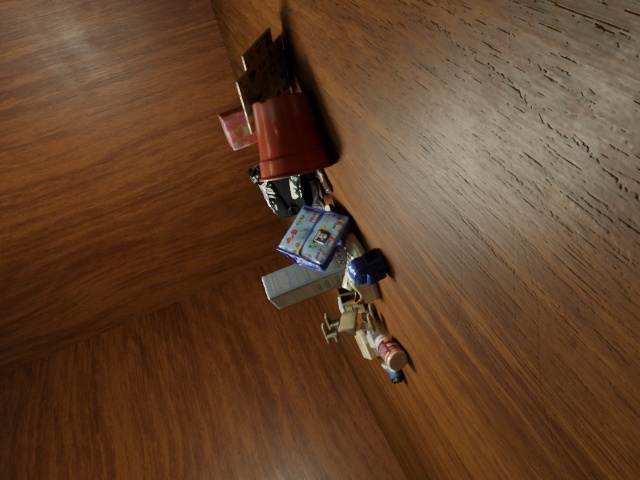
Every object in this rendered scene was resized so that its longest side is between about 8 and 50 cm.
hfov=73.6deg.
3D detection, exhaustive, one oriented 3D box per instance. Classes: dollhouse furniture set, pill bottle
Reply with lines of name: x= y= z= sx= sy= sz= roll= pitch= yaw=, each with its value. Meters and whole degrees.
dollhouse furniture set: x=0.122 y=0.303 z=1.878 sx=0.242 sy=0.212 sz=0.161 roll=-68 pitch=-40 yaw=-64
pill bottle: x=0.275 y=0.437 z=1.691 sx=0.152 sy=0.086 sz=0.086 roll=-134 pitch=23 yaw=-64

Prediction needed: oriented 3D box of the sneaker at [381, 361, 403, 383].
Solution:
sneaker: x=0.318 y=0.586 z=1.887 sx=0.152 sy=0.058 sz=0.084 roll=156 pitch=99 yaw=-74

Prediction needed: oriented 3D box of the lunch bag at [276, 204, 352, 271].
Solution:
lunch bag: x=0.000 y=0.000 z=1.675 sx=0.138 sy=0.221 sz=0.293 roll=40 pitch=165 yaw=-35

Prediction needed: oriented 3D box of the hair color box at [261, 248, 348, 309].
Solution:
hair color box: x=-0.045 y=0.165 z=1.867 sx=0.185 sy=0.375 sz=0.113 roll=67 pitch=-178 yaw=-66

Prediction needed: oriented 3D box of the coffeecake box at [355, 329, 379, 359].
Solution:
coffeecake box: x=0.237 y=0.517 z=2.153 sx=0.185 sy=0.068 sz=0.142 roll=112 pitch=136 yaw=-76

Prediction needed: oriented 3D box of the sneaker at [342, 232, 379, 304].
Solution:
sneaker: x=0.131 y=0.118 z=1.640 sx=0.106 sy=0.123 sz=0.290 roll=-141 pitch=31 yaw=-75

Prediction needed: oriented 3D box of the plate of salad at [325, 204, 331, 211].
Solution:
plate of salad: x=0.057 y=-0.059 z=1.866 sx=0.200 sy=0.048 sz=0.199 roll=168 pitch=90 yaw=-80

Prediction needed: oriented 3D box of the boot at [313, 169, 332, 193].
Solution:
boot: x=0.013 y=-0.232 z=1.749 sx=0.114 sy=0.037 sz=0.106 roll=60 pitch=172 yaw=11

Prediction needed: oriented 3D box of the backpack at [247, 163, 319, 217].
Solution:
backpack: x=-0.133 y=-0.242 z=1.855 sx=0.213 sy=0.277 sz=0.263 roll=-44 pitch=-59 yaw=-60

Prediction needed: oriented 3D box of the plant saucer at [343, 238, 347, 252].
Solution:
plant saucer: x=0.108 y=0.020 z=1.864 sx=0.083 sy=0.013 sz=0.083 roll=158 pitch=90 yaw=-80

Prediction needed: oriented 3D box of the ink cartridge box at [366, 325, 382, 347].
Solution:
ink cartridge box: x=0.248 y=0.444 z=1.969 sx=0.122 sy=0.052 sz=0.088 roll=108 pitch=139 yaw=-74

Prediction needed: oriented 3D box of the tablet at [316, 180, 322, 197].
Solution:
tablet: x=-0.009 y=-0.235 z=1.941 sx=0.054 sy=0.006 sz=0.083 roll=-123 pitch=14 yaw=-49

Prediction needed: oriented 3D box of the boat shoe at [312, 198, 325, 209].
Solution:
boat shoe: x=-0.071 y=-0.230 z=2.062 sx=0.320 sy=0.103 sz=0.118 roll=-117 pitch=9 yaw=-48

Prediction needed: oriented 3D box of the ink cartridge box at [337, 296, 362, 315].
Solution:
ink cartridge box: x=0.148 y=0.334 z=2.145 sx=0.143 sy=0.092 sz=0.090 roll=82 pitch=163 yaw=-56

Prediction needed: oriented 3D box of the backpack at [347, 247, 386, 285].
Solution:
backpack: x=0.157 y=0.096 z=1.438 sx=0.098 sy=0.120 sz=0.101 roll=78 pitch=166 yaw=-47

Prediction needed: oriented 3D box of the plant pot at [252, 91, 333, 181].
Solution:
plant pot: x=-0.113 y=-0.368 z=1.509 sx=0.272 sy=0.272 sz=0.265 roll=-145 pitch=42 yaw=-73

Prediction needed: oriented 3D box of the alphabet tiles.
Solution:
alphabet tiles: x=-0.198 y=-0.560 z=1.540 sx=0.011 sy=0.285 sz=0.342 roll=21 pitch=152 yaw=18

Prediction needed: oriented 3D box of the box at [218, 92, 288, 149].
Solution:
box: x=-0.257 y=-0.503 z=1.791 sx=0.154 sy=0.300 sz=0.142 roll=-129 pitch=18 yaw=-62
